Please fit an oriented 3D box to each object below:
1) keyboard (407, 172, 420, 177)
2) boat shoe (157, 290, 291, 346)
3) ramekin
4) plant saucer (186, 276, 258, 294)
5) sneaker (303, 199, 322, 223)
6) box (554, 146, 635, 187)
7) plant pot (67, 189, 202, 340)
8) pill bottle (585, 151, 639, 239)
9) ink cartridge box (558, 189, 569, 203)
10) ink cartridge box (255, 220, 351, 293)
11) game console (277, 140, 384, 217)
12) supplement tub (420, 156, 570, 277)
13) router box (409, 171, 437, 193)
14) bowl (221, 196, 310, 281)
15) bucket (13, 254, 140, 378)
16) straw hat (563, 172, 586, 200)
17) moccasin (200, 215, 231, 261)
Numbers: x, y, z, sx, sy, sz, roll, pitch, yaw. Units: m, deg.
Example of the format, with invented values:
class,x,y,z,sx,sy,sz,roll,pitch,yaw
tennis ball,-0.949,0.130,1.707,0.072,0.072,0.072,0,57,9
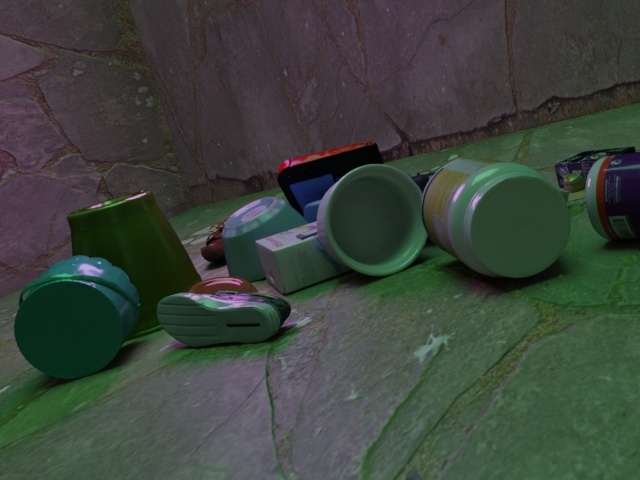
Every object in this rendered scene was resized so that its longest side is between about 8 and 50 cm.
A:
class,x,y,z,sx,sy,sz,roll,pitch,yaw
keyboard,0.276,-0.150,1.935,0.108,0.023,0.180,-8,-18,17
boat shoe,-0.219,0.176,1.551,0.335,0.121,0.119,3,12,28
ramekin,0.123,-0.049,1.721,0.277,0.277,0.135,-20,5,-18
plant saucer,-0.264,0.141,1.794,0.200,0.037,0.200,-2,18,1
sneaker,0.112,-0.114,2.132,0.208,0.127,0.319,-25,15,-35
box,0.823,-0.218,2.023,0.147,0.077,0.180,-23,14,-28
plant pot,-0.537,0.055,1.907,0.367,0.352,0.366,-16,11,3
pill bottle,0.711,-0.096,1.339,0.323,0.181,0.182,-4,17,47
ink cartridge box,0.526,-0.135,1.832,0.225,0.056,0.181,3,10,-31
ink cartridge box,-0.002,0.024,1.878,0.306,0.131,0.226,-18,12,-15
game console,0.061,-0.166,2.274,0.342,0.386,0.060,-10,56,12
supplement tub,0.368,-0.054,1.464,0.241,0.240,0.331,-17,12,-3
router box,0.308,-0.105,1.899,0.309,0.080,0.243,-8,-19,35
bowl,-0.182,-0.022,2.098,0.312,0.163,0.311,-25,20,10
bucket,-0.581,0.183,1.617,0.281,0.281,0.183,-17,14,-5
straw hat,0.724,-0.160,1.929,0.145,0.061,0.144,-16,11,3
moccasin,-0.339,-0.021,2.505,0.139,0.146,0.380,-11,13,24
